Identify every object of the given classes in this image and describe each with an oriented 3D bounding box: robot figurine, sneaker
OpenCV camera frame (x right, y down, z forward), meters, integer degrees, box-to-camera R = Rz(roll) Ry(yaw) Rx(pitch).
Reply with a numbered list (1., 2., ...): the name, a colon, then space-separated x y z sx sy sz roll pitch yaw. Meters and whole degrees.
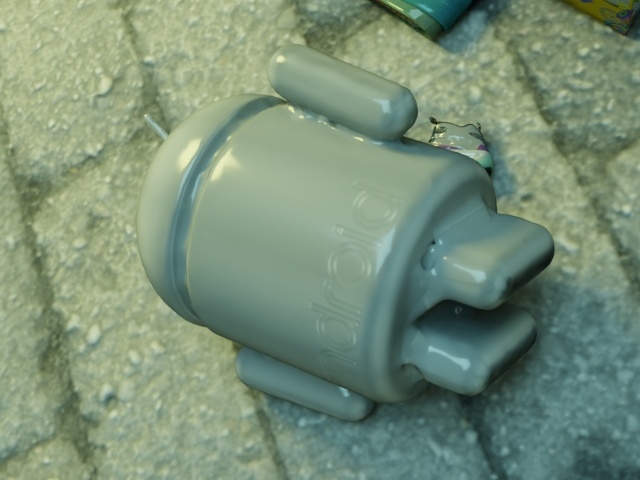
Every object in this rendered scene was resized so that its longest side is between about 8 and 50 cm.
1. robot figurine: 0.000 0.000 0.953 0.353 0.200 0.300 19 113 27
2. sneaker: 0.096 -0.076 1.040 0.098 0.038 0.069 -13 64 7

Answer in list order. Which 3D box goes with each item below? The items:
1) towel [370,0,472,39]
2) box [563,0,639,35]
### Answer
1. towel: 0.124 -0.389 1.147 0.271 0.040 0.370 37 85 28
2. box: 0.171 -0.348 0.938 0.290 0.279 0.177 33 85 15
